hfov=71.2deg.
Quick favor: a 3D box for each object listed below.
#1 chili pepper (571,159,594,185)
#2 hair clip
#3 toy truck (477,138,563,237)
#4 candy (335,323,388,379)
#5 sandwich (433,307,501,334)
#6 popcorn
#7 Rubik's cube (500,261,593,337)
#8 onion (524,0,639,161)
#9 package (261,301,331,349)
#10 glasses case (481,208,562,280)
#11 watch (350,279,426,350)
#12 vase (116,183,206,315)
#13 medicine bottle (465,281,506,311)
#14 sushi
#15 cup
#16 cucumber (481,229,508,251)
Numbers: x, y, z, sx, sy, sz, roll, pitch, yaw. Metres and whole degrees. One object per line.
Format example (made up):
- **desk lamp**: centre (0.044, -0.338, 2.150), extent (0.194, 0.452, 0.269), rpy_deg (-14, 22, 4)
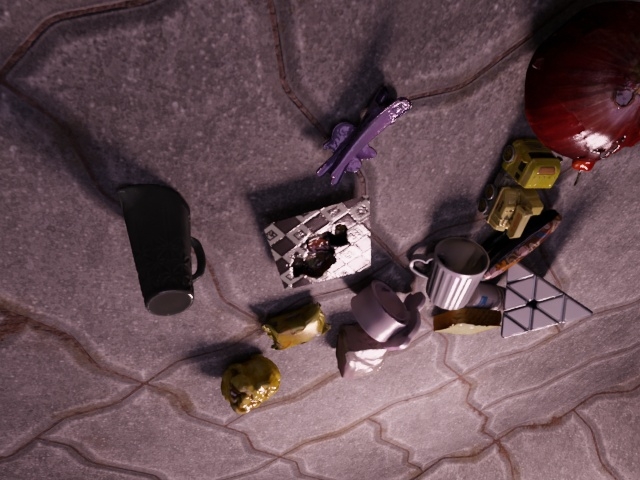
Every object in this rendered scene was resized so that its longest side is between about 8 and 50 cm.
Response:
- **chili pepper**: centre (0.775, -0.278, 1.274), extent (0.063, 0.071, 0.272), rpy_deg (19, 128, 18)
- **hair clip**: centre (0.105, -0.251, 1.081), extent (0.137, 0.090, 0.278), rpy_deg (27, 124, -36)
- **toy truck**: centre (0.569, -0.138, 1.271), extent (0.124, 0.157, 0.272), rpy_deg (-2, 132, -16)
- **candy**: centre (0.157, 0.405, 1.659), extent (0.185, 0.137, 0.195), rpy_deg (-3, 130, -14)
- **sandwich**: centre (0.538, 0.304, 1.662), extent (0.186, 0.065, 0.214), rpy_deg (6, 159, -10)
- **popcorn**: centre (-0.254, 0.526, 1.599), extent (0.226, 0.203, 0.200), rpy_deg (0, 123, 6)
- **Rubik's cube**: centre (0.762, 0.201, 1.584), extent (0.228, 0.228, 0.233), rpy_deg (-3, 151, -3)
- **onion**: centre (0.620, -0.352, 0.990), extent (0.341, 0.341, 0.341), rpy_deg (-9, 133, -9)
- **package**: centre (-0.081, 0.296, 1.514), extent (0.226, 0.090, 0.168), rpy_deg (-20, 136, -2)
- **glasses case**: centre (0.642, 0.018, 1.461), extent (0.321, 0.082, 0.122), rpy_deg (-44, 167, 19)
- **watch**: centre (0.222, 0.224, 1.494), extent (0.217, 0.248, 0.211), rpy_deg (43, 113, -13)
- **vase**: centre (-0.362, 0.031, 1.055), extent (0.156, 0.300, 0.251), rpy_deg (-36, 141, 16)
- **medicine bottle**: centre (0.598, 0.205, 1.633), extent (0.168, 0.105, 0.105), rpy_deg (12, 127, -27)
- **sushi**: centre (0.000, 0.000, 1.289), extent (0.294, 0.059, 0.292), rpy_deg (-14, 135, -4)
- **cup**: centre (0.418, 0.100, 1.473), extent (0.167, 0.221, 0.202), rpy_deg (-36, 147, -33)
- **cucumber**: centre (0.596, -0.020, 1.473), extent (0.033, 0.036, 0.184), rpy_deg (6, 132, -51)
